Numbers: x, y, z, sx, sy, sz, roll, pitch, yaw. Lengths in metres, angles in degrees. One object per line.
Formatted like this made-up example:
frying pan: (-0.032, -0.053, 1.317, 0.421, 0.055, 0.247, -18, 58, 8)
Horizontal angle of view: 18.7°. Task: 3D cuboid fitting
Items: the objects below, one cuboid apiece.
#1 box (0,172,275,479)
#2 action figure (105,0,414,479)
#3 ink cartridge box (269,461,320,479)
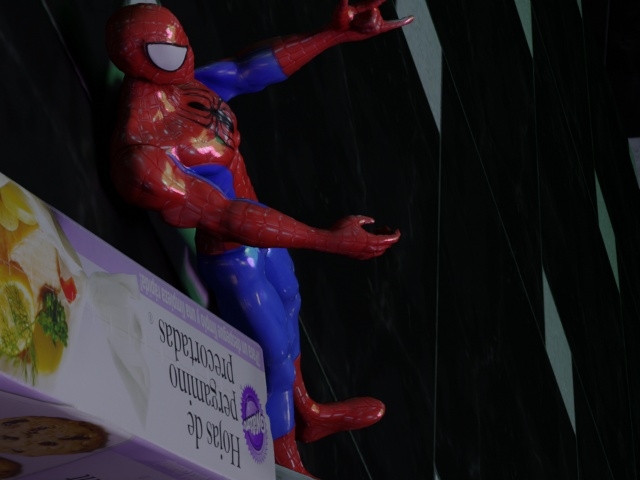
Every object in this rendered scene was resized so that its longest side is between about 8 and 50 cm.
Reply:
box: (-0.094, 0.031, 0.582, 0.324, 0.067, 0.063, 44, 37, -67)
action figure: (0.000, 0.000, 0.848, 0.091, 0.139, 0.280, -88, 158, -47)
ink cartridge box: (0.059, 0.146, 0.779, 0.045, 0.208, 0.206, -65, 150, -8)
